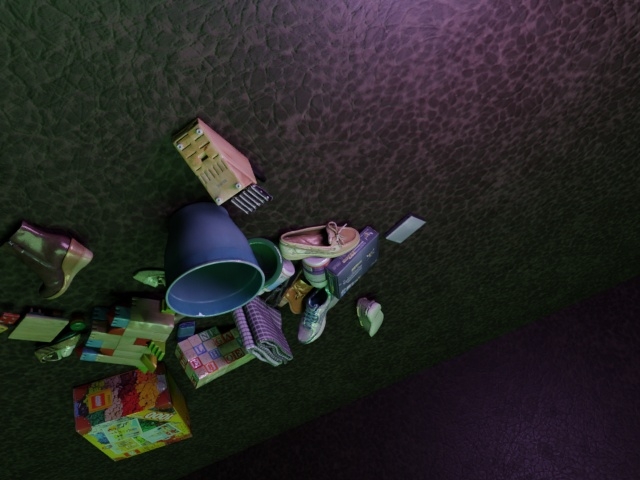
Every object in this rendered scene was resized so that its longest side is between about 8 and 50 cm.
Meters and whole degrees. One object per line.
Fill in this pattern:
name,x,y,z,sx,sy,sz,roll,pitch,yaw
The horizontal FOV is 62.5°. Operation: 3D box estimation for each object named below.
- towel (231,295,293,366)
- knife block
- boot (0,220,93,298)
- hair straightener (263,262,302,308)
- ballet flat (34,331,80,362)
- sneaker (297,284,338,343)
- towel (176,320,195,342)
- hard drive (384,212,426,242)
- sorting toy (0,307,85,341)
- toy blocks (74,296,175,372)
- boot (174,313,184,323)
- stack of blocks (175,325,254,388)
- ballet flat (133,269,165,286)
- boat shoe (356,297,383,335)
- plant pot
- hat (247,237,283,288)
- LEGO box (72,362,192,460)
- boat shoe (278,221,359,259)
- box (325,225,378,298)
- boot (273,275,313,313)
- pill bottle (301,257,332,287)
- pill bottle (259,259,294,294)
towel,-0.218,0.345,2.030,0.121,0.235,0.283,-32,146,5
knife block,-0.243,-0.193,1.401,0.088,0.242,0.275,-33,101,14
boot,-0.780,0.055,1.455,0.248,0.090,0.207,-38,132,26
hair straightener,-0.157,0.170,1.958,0.089,0.047,0.230,10,127,-38
ballet flat,-0.885,0.368,1.795,0.206,0.067,0.073,-21,180,24
sneaker,-0.028,0.276,2.080,0.283,0.110,0.122,-63,152,4
towel,-0.526,0.357,2.054,0.067,0.029,0.119,-5,144,-25
hard drive,0.316,-0.045,1.969,0.094,0.022,0.135,16,132,-44
sorting toy,-0.911,0.266,1.687,0.132,0.046,0.274,-41,143,26
toy blocks,-0.671,0.310,1.799,0.261,0.190,0.381,15,134,-27
boot,-0.519,0.276,1.939,0.118,0.042,0.087,-3,149,-25
stack of blocks,-0.403,0.437,2.106,0.297,0.171,0.087,-21,153,-36
ballet flat,-0.516,0.125,1.706,0.168,0.052,0.057,2,140,-31
boat shoe,0.223,0.349,2.418,0.109,0.091,0.305,-54,156,-20
plant pot,-0.324,0.041,1.512,0.272,0.255,0.271,-15,146,-11
hat,-0.241,0.084,1.815,0.209,0.173,0.183,-22,-177,-11
LEGO box,-0.807,0.765,2.326,0.373,0.193,0.500,-15,146,-11
boat shoe,0.000,0.000,1.777,0.285,0.104,0.089,-12,148,-13
box,0.119,0.083,1.917,0.233,0.059,0.183,-44,152,-22
boot,-0.076,0.212,2.072,0.152,0.073,0.197,-41,147,17
pill bottle,-0.010,0.090,1.896,0.108,0.108,0.193,-17,147,-7
pill bottle,-0.176,0.125,1.870,0.160,0.087,0.087,-36,144,21
